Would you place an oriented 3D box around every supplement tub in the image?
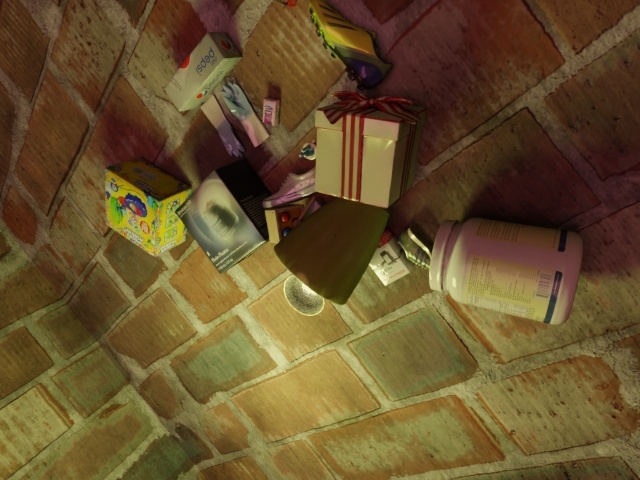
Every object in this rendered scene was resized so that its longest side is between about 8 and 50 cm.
[{"bbox_3d":[0.467,0.067,1.098,0.325,0.235,0.235,12,119,27],"label":"supplement tub"}]

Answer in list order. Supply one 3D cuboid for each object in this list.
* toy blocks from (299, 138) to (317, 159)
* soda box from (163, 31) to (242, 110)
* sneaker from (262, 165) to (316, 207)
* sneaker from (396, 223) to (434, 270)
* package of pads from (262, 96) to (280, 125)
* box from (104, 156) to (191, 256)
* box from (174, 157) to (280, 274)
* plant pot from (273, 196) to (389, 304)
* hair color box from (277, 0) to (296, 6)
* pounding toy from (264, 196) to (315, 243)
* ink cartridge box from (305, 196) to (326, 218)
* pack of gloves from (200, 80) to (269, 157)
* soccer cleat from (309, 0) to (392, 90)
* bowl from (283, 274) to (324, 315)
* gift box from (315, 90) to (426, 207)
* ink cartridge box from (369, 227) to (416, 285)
[{"bbox_3d":[0.001,-0.296,1.255,0.054,0.148,0.123,43,128,6],"label":"toy blocks"},{"bbox_3d":[-0.390,-0.549,1.402,0.286,0.091,0.098,-29,96,38],"label":"soda box"},{"bbox_3d":[-0.084,-0.177,1.407,0.258,0.094,0.091,-19,90,22],"label":"sneaker"},{"bbox_3d":[0.307,0.044,1.299,0.192,0.064,0.086,52,136,-1],"label":"sneaker"},{"bbox_3d":[-0.158,-0.413,1.367,0.050,0.032,0.083,23,123,24],"label":"package of pads"},{"bbox_3d":[-0.706,-0.139,1.748,0.290,0.177,0.279,30,126,16],"label":"box"},{"bbox_3d":[-0.318,-0.082,1.539,0.296,0.183,0.294,-34,92,38],"label":"box"},{"bbox_3d":[0.058,-0.009,1.270,0.275,0.275,0.293,40,99,8],"label":"plant pot"},{"bbox_3d":[-0.086,-0.722,1.160,0.072,0.043,0.141,34,126,14],"label":"hair color box"},{"bbox_3d":[-0.091,-0.068,1.392,0.100,0.141,0.129,7,108,57],"label":"pounding toy"},{"bbox_3d":[0.000,0.000,1.469,0.223,0.045,0.224,49,128,3],"label":"ink cartridge box"},{"bbox_3d":[-0.305,-0.404,1.454,0.195,0.046,0.232,-27,97,37],"label":"pack of gloves"},{"bbox_3d":[0.078,-0.537,1.144,0.121,0.093,0.289,-37,87,8],"label":"soccer cleat"},{"bbox_3d":[-0.042,0.181,1.565,0.170,0.080,0.170,14,121,25],"label":"bowl"},{"bbox_3d":[0.133,-0.250,1.127,0.255,0.276,0.257,13,118,20],"label":"gift box"},{"bbox_3d":[0.211,0.053,1.356,0.109,0.063,0.150,-37,91,38],"label":"ink cartridge box"}]
